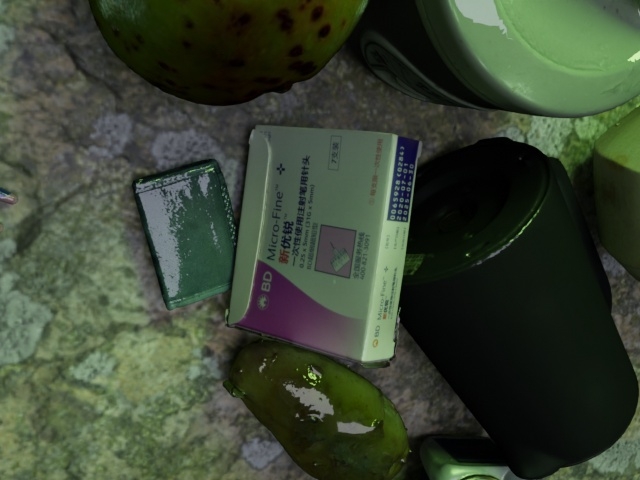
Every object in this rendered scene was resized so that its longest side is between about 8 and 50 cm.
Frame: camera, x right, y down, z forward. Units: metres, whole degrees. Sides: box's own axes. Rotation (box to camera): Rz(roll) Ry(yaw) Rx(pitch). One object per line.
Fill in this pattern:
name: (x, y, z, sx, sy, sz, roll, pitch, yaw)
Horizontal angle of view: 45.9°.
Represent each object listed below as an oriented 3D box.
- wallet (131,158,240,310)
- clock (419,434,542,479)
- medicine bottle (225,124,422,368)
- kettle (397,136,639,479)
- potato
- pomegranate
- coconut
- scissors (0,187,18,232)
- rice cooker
wallet: (-0.122, -0.007, 0.718, 0.088, 0.026, 0.129, -19, 109, -24)
clock: (0.175, 0.358, 0.878, 0.200, 0.146, 0.243, 2, 99, -19)
medicine bottle: (0.000, 0.000, 0.689, 0.052, 0.171, 0.201, 2, 98, -52)
kettle: (0.199, 0.059, 0.810, 0.203, 0.262, 0.308, -23, 121, 22)
potato: (0.001, 0.180, 0.785, 0.225, 0.090, 0.117, 40, 92, -20)
pomegranate: (-0.093, -0.234, 0.558, 0.231, 0.231, 0.286, -45, 116, -7)
coconut: (0.416, -0.066, 0.834, 0.241, 0.241, 0.241, -6, 106, -22)
scissors: (-0.315, -0.044, 0.632, 0.113, 0.012, 0.039, 26, 92, -27)
rice cooker: (0.164, -0.243, 0.641, 0.288, 0.277, 0.288, -7, 108, -23)
